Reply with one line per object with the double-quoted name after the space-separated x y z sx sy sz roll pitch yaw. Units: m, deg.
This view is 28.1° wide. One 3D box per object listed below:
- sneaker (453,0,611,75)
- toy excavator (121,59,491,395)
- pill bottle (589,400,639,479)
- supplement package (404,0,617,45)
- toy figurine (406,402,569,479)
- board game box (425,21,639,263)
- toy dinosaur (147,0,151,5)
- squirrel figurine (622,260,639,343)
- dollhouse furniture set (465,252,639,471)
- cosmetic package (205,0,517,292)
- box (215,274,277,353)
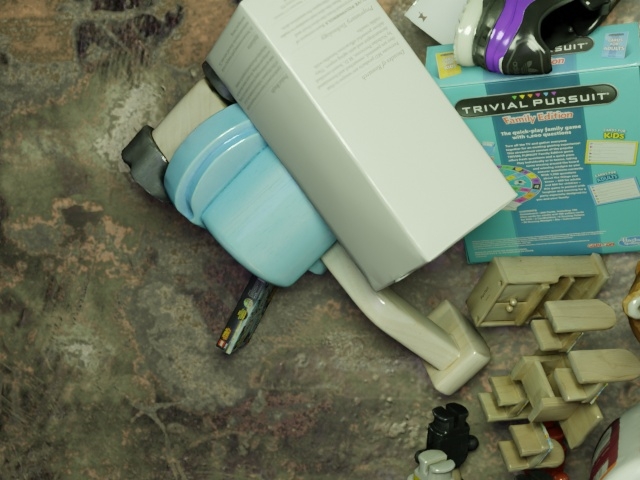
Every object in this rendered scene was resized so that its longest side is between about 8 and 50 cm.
0.278 -0.305 1.494 0.146 0.102 0.293 19 70 25 "sneaker"
0.000 0.000 1.721 0.222 0.433 0.445 -44 56 14 "toy excavator"
0.441 0.319 1.568 0.224 0.392 0.224 2 97 15 "pill bottle"
0.277 -0.334 1.672 0.204 0.145 0.262 39 104 8 "supplement package"
0.224 0.335 1.721 0.213 0.209 0.148 8 114 11 "toy figurine"
0.287 -0.112 1.620 0.254 0.079 0.336 -4 139 14 "board game box"
-0.202 -0.490 1.813 0.160 0.121 0.313 23 106 23 "toy dinosaur"
0.542 -0.001 1.547 0.371 0.281 0.396 -12 105 26 "squirrel figurine"
0.313 0.142 1.633 0.212 0.161 0.242 116 145 -45 "dollhouse furniture set"
0.041 -0.137 1.526 0.155 0.197 0.365 -37 92 -22 "cosmetic package"
-0.098 0.092 1.840 0.027 0.094 0.137 30 102 10 "box"
